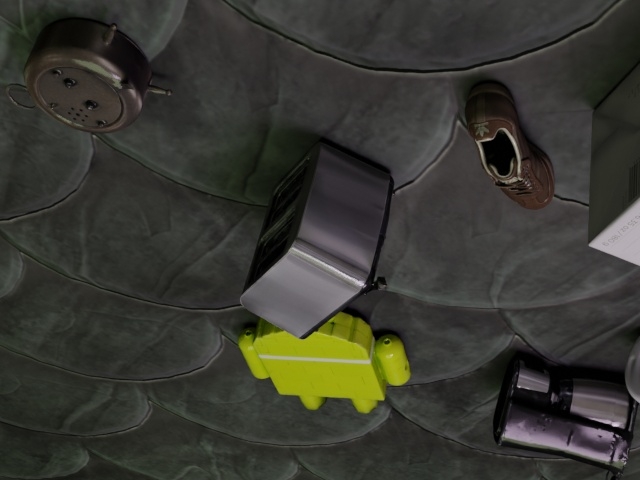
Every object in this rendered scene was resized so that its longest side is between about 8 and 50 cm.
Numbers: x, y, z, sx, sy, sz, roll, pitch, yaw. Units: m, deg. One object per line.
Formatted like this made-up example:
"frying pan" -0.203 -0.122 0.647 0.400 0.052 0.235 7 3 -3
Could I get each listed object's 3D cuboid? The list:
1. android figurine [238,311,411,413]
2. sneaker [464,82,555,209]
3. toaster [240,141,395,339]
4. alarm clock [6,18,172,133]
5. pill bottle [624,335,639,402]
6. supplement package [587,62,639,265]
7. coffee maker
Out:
"android figurine" 0.002 0.167 1.551 0.248 0.056 0.273 0 144 17
"sneaker" 0.195 -0.079 1.129 0.066 0.071 0.188 -10 139 29
"toaster" 0.000 0.000 1.216 0.110 0.168 0.185 26 144 -18
"alarm clock" -0.267 -0.168 1.160 0.192 0.064 0.129 -7 141 31
"pill bottle" 0.509 0.196 1.375 0.221 0.124 0.124 31 141 -23
"supplement package" 0.423 -0.054 1.001 0.292 0.175 0.177 20 144 -11
"coffee maker" 0.332 0.262 1.483 0.178 0.171 0.120 11 162 4
